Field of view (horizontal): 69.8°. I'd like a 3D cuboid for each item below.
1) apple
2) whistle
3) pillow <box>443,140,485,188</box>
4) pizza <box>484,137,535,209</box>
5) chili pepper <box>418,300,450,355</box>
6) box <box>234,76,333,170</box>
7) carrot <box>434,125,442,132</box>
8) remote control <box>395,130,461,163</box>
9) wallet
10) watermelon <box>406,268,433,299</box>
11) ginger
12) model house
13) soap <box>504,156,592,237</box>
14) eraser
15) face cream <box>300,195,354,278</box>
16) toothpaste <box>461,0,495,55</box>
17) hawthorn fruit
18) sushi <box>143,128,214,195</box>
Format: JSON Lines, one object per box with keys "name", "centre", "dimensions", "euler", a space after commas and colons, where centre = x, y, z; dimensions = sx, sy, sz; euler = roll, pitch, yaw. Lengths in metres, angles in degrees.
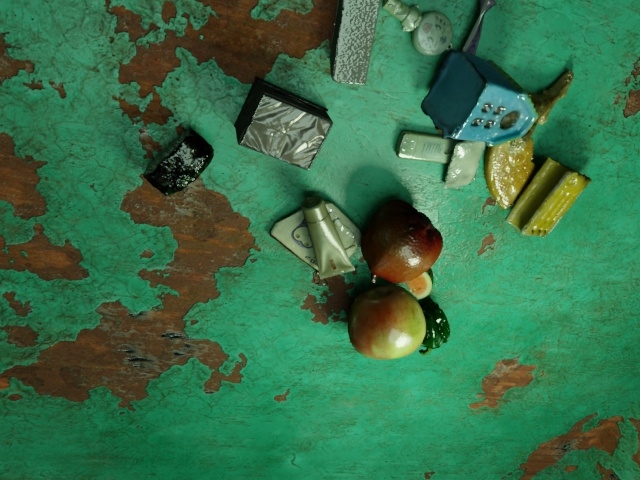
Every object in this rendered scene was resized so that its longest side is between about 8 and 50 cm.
{"name": "apple", "centre": [0.260, 0.323, 1.840], "dimensions": [0.319, 0.319, 0.277], "euler": [-5, 93, -9]}
{"name": "whistle", "centre": [0.297, -0.649, 1.384], "dimensions": [0.258, 0.067, 0.126], "euler": [26, 103, -20]}
{"name": "pillow", "centre": [0.515, -0.275, 1.632], "dimensions": [0.128, 0.051, 0.229], "euler": [-16, 144, -11]}
{"name": "pizza", "centre": [0.697, -0.279, 1.688], "dimensions": [0.182, 0.074, 0.365], "euler": [-17, 120, 2]}
{"name": "chili pepper", "centre": [0.477, 0.395, 2.010], "dimensions": [0.165, 0.174, 0.261], "euler": [-30, 125, -23]}
{"name": "box", "centre": [-0.115, -0.358, 1.425], "dimensions": [0.252, 0.153, 0.188], "euler": [20, 116, -24]}
{"name": "carrot", "centre": [0.504, -0.377, 1.591], "dimensions": [0.229, 0.069, 0.069], "euler": [10, 119, -20]}
{"name": "remote control", "centre": [0.380, -0.326, 1.614], "dimensions": [0.234, 0.038, 0.098], "euler": [4, 121, -15]}
{"name": "wallet", "centre": [-0.001, -0.001, 1.718], "dimensions": [0.275, 0.068, 0.335], "euler": [-40, 119, 16]}
{"name": "watermelon", "centre": [0.409, 0.153, 1.910], "dimensions": [0.119, 0.063, 0.245], "euler": [-14, 130, 19]}
{"name": "ginger", "centre": [0.740, -0.452, 1.558], "dimensions": [0.334, 0.081, 0.148], "euler": [-41, 103, -11]}
{"name": "model house", "centre": [0.516, -0.440, 1.439], "dimensions": [0.303, 0.237, 0.215], "euler": [2, 135, -22]}
{"name": "soap", "centre": [0.868, -0.154, 1.740], "dimensions": [0.259, 0.143, 0.281], "euler": [4, 122, -44]}
{"name": "eraser", "centre": [0.102, -0.645, 1.338], "dimensions": [0.111, 0.077, 0.352], "euler": [0, 121, -15]}
{"name": "face cream", "centre": [0.018, 0.000, 1.648], "dimensions": [0.137, 0.084, 0.341], "euler": [-16, 126, 5]}
{"name": "toothpaste", "centre": [0.480, -0.634, 1.440], "dimensions": [0.075, 0.048, 0.301], "euler": [-14, 135, -36]}
{"name": "hawthorn fruit", "centre": [0.288, 0.007, 1.669], "dimensions": [0.295, 0.295, 0.311], "euler": [11, 153, -18]}
{"name": "sushi", "centre": [-0.442, -0.240, 1.445], "dimensions": [0.225, 0.124, 0.127], "euler": [-38, 121, 12]}
